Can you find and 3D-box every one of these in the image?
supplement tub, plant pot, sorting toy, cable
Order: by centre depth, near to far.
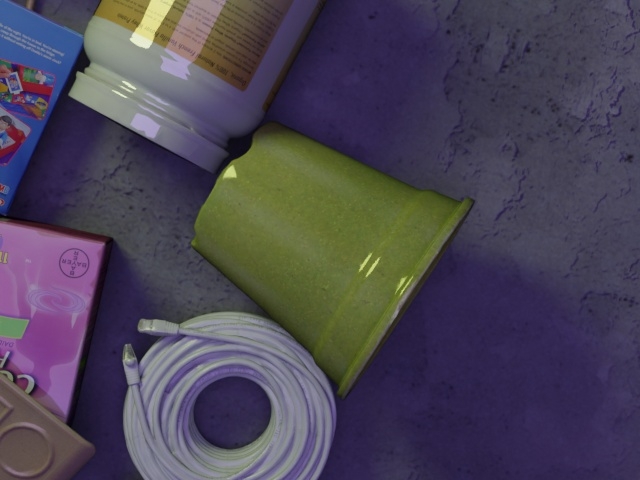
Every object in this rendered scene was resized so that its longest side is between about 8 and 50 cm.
[{"bbox_3d":[-0.391,0.238,1.442,0.208,0.038,0.193,41,103,-17],"label":"sorting toy"},{"bbox_3d":[-0.130,-0.257,1.448,0.228,0.228,0.316,29,90,-5],"label":"supplement tub"},{"bbox_3d":[0.000,0.000,1.473,0.254,0.276,0.276,34,90,6],"label":"plant pot"},{"bbox_3d":[-0.111,0.214,1.544,0.257,0.089,0.257,0,94,-5],"label":"cable"}]

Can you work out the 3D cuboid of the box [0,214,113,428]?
[{"bbox_3d":[-0.379,0.093,1.502,0.213,0.117,0.243,13,92,-5],"label":"box"}]

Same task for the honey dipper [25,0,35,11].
[{"bbox_3d":[-0.350,-0.290,1.530,0.030,0.030,0.161,15,93,-5],"label":"honey dipper"}]

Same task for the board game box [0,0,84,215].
[{"bbox_3d":[-0.476,-0.206,1.451,0.347,0.078,0.233,25,93,-21],"label":"board game box"}]
